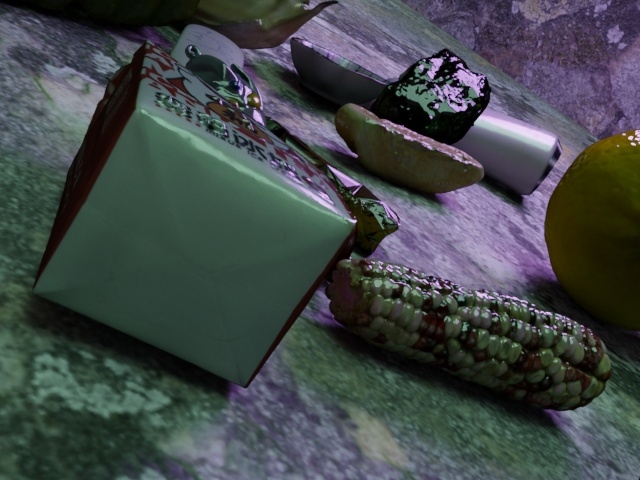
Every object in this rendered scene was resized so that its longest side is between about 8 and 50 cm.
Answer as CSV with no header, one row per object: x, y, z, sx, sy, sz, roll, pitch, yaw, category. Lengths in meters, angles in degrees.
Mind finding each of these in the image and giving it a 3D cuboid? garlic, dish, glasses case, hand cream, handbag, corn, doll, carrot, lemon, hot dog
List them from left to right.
-0.098,-0.040,0.641,0.171,0.151,0.298,28,15,-20,handbag
-0.145,-0.222,1.060,0.092,0.059,0.233,28,23,-13,glasses case
-0.135,-0.379,1.241,0.151,0.196,0.338,-4,49,-50,garlic
-0.087,-0.116,0.850,0.104,0.062,0.194,-27,83,-25,doll
-0.015,-0.067,0.907,0.229,0.069,0.069,36,22,9,carrot
0.023,-0.258,1.343,0.191,0.066,0.190,24,15,-7,dish
0.119,-0.117,1.169,0.243,0.073,0.084,17,24,-33,hot dog
0.243,-0.204,1.479,0.359,0.118,0.185,27,29,5,hand cream
0.136,0.086,0.743,0.281,0.092,0.092,18,25,-23,corn
0.427,-0.013,1.093,0.293,0.293,0.293,27,22,-12,lemon

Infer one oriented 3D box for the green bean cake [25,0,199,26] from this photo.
-0.325,-0.421,1.078,0.335,0.218,0.319,2,44,-41,green bean cake

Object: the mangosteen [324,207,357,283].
-0.002,-0.002,0.757,0.081,0.081,0.081,27,22,-12,mangosteen

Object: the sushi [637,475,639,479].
0.321,0.236,0.396,0.285,0.328,0.328,40,5,-18,sushi

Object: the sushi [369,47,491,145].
0.178,-0.210,1.322,0.127,0.124,0.225,42,48,14,sushi
